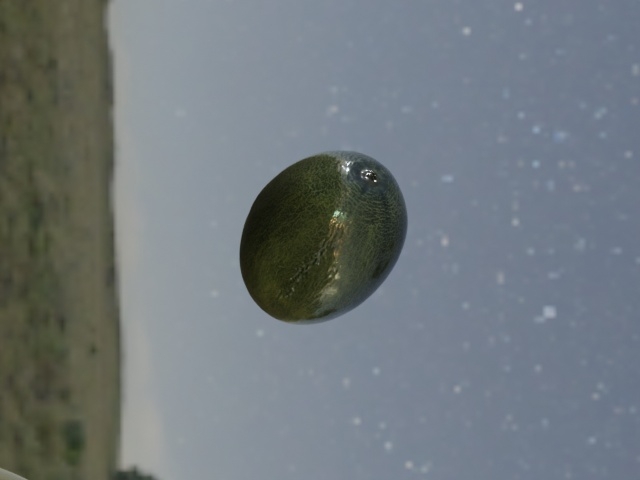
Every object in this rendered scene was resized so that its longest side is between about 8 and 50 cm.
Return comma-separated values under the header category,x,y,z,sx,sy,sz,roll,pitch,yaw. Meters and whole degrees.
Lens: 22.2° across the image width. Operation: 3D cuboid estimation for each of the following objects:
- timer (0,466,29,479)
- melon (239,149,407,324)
category,x,y,z,sx,sy,sz,roll,pitch,yaw
timer,-0.254,0.319,0.908,0.387,0.376,0.376,-76,175,-47
melon,0.000,0.000,1.031,0.130,0.098,0.098,-53,-150,34
